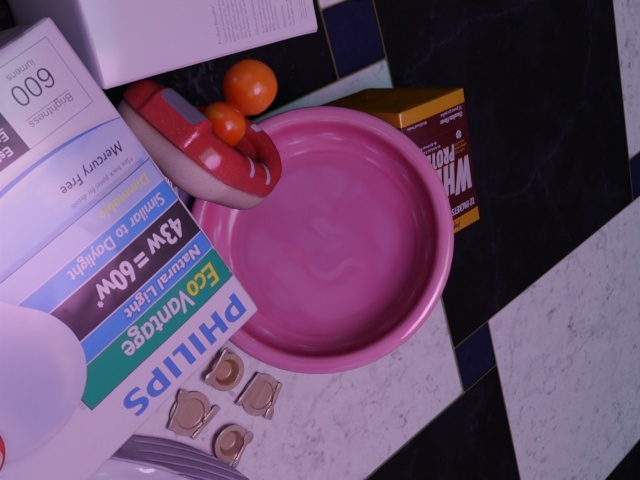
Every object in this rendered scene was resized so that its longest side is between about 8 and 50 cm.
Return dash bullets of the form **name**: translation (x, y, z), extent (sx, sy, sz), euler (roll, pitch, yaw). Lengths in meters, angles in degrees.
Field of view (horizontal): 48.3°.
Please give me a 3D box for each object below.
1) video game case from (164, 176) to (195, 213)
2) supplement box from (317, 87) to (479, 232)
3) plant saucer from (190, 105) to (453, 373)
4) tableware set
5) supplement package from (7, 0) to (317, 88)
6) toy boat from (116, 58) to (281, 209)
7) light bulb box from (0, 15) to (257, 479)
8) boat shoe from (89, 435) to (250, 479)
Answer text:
- **video game case**: translation (-0.130, -0.034, 0.966), extent (0.173, 0.022, 0.191), euler (-15, 108, -37)
- **supplement box**: translation (0.105, -0.109, 1.033), extent (0.129, 0.191, 0.194), euler (-27, 115, -34)
- **plant saucer**: translation (0.000, 0.000, 0.908), extent (0.084, 0.332, 0.332), euler (45, 64, -79)
- **tableware set**: translation (-0.131, 0.237, 1.021), extent (0.168, 0.020, 0.141), euler (44, 71, -36)
- **supplement package**: translation (-0.178, -0.290, 0.760), extent (0.262, 0.198, 0.199), euler (-26, 115, -33)
- **toy boat**: translation (-0.104, -0.130, 0.779), extent (0.151, 0.151, 0.231), euler (-50, 170, 6)
- **light bulb box**: translation (-0.320, 0.043, 0.694), extent (0.358, 0.225, 0.361), euler (-46, 123, -22)
- **boat shoe**: translation (-0.234, 0.323, 0.908), extent (0.335, 0.121, 0.119), euler (24, 91, -29)
